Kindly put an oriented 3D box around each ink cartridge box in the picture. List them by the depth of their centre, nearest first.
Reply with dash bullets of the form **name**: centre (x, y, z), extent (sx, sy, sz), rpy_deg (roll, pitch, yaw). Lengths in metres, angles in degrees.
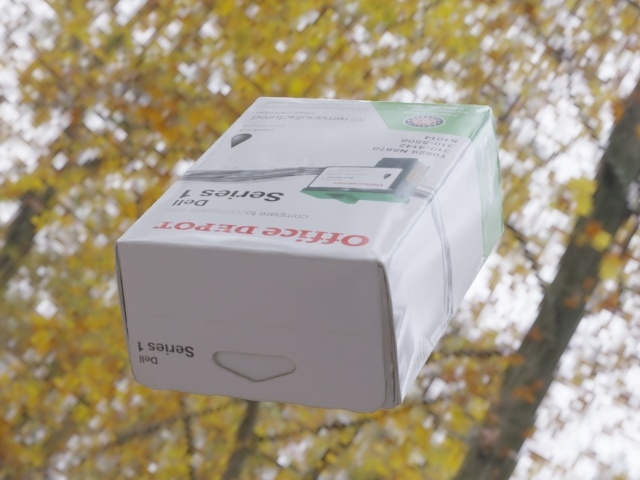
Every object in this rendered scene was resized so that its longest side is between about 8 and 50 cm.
- **ink cartridge box**: centre (0.000, 0.000, 1.061), extent (0.160, 0.219, 0.093), rpy_deg (3, -64, 19)
